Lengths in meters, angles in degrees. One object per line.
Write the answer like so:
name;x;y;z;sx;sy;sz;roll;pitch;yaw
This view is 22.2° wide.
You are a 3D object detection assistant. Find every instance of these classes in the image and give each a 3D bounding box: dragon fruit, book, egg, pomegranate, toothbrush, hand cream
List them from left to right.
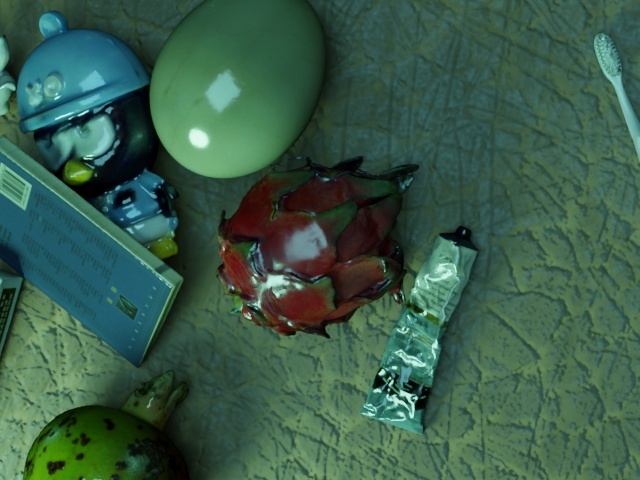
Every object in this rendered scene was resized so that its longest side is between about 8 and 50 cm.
book;-0.290;0.017;1.904;0.269;0.025;0.191;37;142;7
pomegranate;-0.237;0.267;1.902;0.198;0.246;0.198;14;132;16
egg;-0.090;-0.184;1.835;0.186;0.186;0.242;28;76;8
dragon fruit;0.000;0.000;1.839;0.274;0.193;0.192;-38;59;9
hand cream;0.124;0.100;1.888;0.075;0.052;0.248;25;103;31
toothbrush;0.369;-0.092;1.839;0.025;0.029;0.307;-20;89;3

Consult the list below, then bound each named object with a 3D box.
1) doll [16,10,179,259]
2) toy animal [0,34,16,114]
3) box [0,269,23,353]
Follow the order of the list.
doll;-0.258;-0.117;1.894;0.177;0.141;0.314;-18;95;35
toy animal;-0.411;-0.181;1.954;0.124;0.085;0.071;-22;72;8
box;-0.469;0.136;1.973;0.155;0.067;0.243;18;95;17
